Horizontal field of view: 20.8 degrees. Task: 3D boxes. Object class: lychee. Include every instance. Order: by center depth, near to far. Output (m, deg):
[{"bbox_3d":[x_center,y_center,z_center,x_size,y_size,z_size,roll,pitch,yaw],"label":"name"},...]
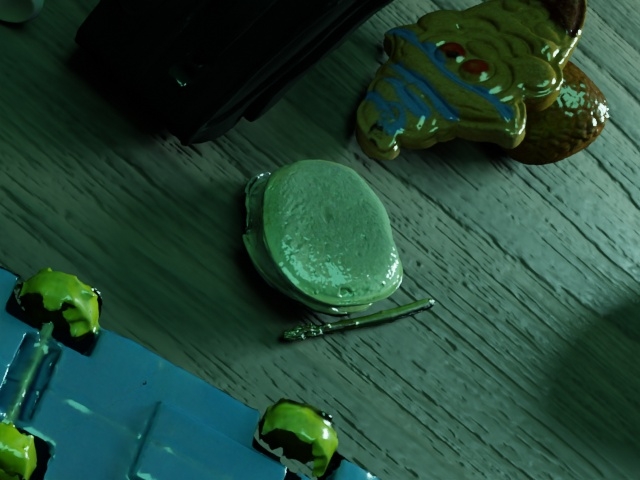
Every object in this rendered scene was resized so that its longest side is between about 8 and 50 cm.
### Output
[{"bbox_3d":[0.198,-0.126,1.610,0.101,0.140,0.114,20,85,-42],"label":"lychee"}]

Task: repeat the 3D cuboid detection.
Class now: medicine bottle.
[{"bbox_3d":[-0.238,-0.218,1.372,0.052,0.052,0.089,23,51,-23],"label":"medicine bottle"}]

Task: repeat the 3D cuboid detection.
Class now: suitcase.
[{"bbox_3d":[-0.007,-0.251,1.357,0.188,0.345,0.339,48,43,-7],"label":"suitcase"}]

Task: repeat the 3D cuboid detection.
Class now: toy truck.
[{"bbox_3d":[-0.131,0.159,1.135,0.385,0.162,0.161,31,49,-15],"label":"toy truck"}]

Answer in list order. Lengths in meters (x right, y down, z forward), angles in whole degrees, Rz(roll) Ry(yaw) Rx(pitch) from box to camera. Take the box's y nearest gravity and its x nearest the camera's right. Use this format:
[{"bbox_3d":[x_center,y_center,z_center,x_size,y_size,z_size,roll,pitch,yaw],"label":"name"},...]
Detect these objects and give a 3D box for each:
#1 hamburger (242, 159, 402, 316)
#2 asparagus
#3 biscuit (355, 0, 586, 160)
[{"bbox_3d":[0.000,0.000,1.397,0.133,0.062,0.140,10,54,-29],"label":"hamburger"},{"bbox_3d":[0.033,0.065,1.417,0.166,0.013,0.016,-11,72,-40],"label":"asparagus"},{"bbox_3d":[0.141,-0.157,1.553,0.280,0.043,0.183,-37,55,-22],"label":"biscuit"}]
